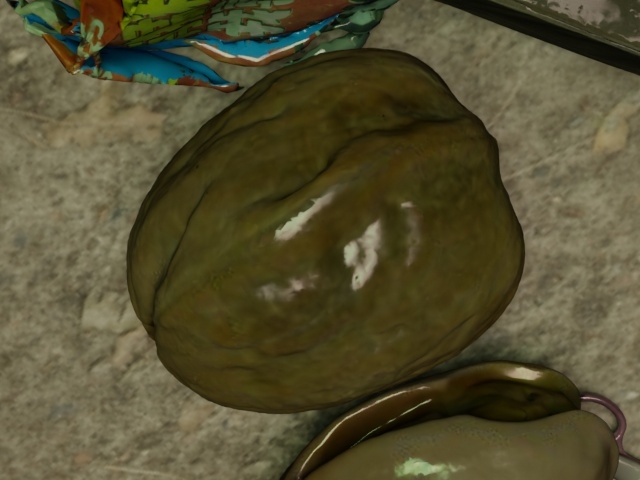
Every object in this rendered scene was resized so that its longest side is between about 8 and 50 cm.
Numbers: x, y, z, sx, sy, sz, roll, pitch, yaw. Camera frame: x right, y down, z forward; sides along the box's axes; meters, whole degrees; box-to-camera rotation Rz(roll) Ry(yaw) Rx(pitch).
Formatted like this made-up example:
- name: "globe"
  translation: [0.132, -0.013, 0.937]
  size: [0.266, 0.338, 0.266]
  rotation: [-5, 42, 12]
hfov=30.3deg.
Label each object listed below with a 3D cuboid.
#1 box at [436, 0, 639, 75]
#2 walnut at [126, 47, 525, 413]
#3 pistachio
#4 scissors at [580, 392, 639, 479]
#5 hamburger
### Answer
- name: "box"
  translation: [0.219, -0.201, 0.823]
  size: [0.231, 0.155, 0.149]
  rotation: [19, 98, -6]
- name: "walnut"
  translation: [0.000, 0.000, 0.811]
  size: [0.283, 0.283, 0.227]
  rotation: [-32, 73, 4]
- name: "pistachio"
  translation: [0.086, 0.202, 0.896]
  size: [0.288, 0.166, 0.197]
  rotation: [-20, 121, 0]
- name: "scissors"
  translation: [0.263, 0.195, 0.974]
  size: [0.176, 0.022, 0.085]
  rotation: [31, 103, -6]
- name: "hamburger"
  translation: [-0.055, -0.205, 0.789]
  size: [0.276, 0.260, 0.150]
  rotation: [-11, 77, -33]
